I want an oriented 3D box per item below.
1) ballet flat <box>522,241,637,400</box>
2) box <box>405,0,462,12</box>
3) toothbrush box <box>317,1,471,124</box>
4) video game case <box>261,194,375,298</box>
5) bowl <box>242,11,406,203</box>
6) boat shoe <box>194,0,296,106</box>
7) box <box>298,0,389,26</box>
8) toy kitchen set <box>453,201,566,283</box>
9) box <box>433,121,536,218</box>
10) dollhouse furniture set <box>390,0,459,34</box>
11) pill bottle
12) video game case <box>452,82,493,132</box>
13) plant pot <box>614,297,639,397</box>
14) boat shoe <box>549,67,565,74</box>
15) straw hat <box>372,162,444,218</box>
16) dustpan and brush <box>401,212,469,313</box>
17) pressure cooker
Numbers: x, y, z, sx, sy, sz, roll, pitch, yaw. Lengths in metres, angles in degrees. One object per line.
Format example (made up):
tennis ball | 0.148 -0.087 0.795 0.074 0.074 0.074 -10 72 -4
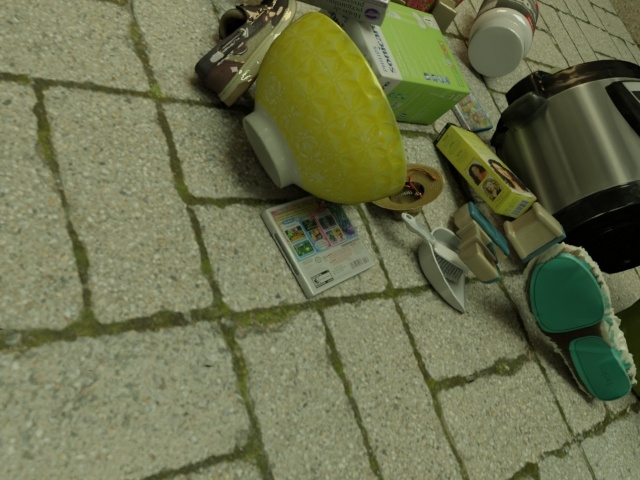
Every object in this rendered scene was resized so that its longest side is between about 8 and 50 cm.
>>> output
ballet flat | 0.476 0.137 1.180 0.409 0.146 0.147 57 36 -30
box | 0.318 -0.654 1.510 0.122 0.257 0.128 -26 82 -50
toothbrush box | 0.137 -0.355 1.245 0.283 0.122 0.206 -4 66 -45
video game case | 0.000 0.000 0.959 0.157 0.019 0.143 -22 79 -47
bowl | -0.018 -0.161 0.917 0.156 0.289 0.290 -30 84 -10
boat shoe | -0.118 -0.334 1.014 0.092 0.102 0.285 38 49 -24
box | -0.035 -0.460 1.096 0.323 0.063 0.067 16 67 -2
toy kitchen set | 0.345 -0.010 1.129 0.122 0.166 0.207 45 25 -16
box | 0.326 -0.144 1.269 0.087 0.058 0.232 8 37 -40
dollhouse furniture set | 0.171 -0.543 1.429 0.259 0.135 0.262 28 46 -11
pill bottle | 0.482 -0.554 1.665 0.161 0.161 0.283 42 43 -13
video game case | 0.338 -0.330 1.493 0.119 0.015 0.166 -19 77 -47
plant pot | 0.840 0.203 1.341 0.366 0.353 0.367 23 49 -30
boat shoe | 0.709 -0.431 1.866 0.081 0.069 0.228 10 46 5
straw hat | 0.152 -0.072 1.111 0.144 0.144 0.061 -63 152 -45
dustpan and brush | 0.201 0.018 1.099 0.211 0.060 0.147 31 46 -24
pressure cooker | 0.566 -0.171 1.340 0.370 0.375 0.421 65 15 -60
